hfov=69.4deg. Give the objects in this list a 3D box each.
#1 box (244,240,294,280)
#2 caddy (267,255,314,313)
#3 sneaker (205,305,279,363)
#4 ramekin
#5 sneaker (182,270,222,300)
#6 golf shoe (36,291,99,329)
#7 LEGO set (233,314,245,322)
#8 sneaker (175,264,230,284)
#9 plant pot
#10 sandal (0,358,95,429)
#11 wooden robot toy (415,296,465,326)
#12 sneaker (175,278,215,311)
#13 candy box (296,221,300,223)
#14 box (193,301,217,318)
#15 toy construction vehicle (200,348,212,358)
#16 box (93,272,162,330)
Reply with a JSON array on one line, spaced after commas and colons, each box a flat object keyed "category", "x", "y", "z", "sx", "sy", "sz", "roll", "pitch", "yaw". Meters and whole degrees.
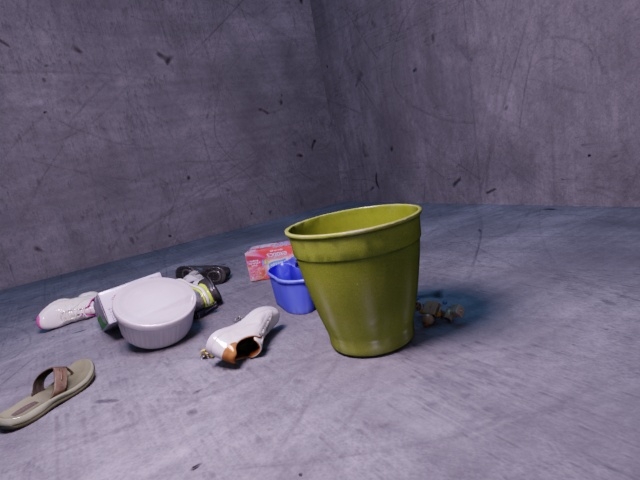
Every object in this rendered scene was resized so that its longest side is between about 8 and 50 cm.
[{"category": "box", "x": -0.186, "y": 0.086, "z": 2.188, "sx": 0.300, "sy": 0.142, "sz": 0.154, "roll": -9, "pitch": 11, "yaw": 6}, {"category": "caddy", "x": -0.059, "y": 0.139, "z": 1.726, "sx": 0.241, "sy": 0.179, "sz": 0.341, "roll": -16, "pitch": 13, "yaw": -21}, {"category": "sneaker", "x": -0.196, "y": 0.290, "z": 1.379, "sx": 0.123, "sy": 0.105, "sz": 0.290, "roll": 22, "pitch": 26, "yaw": 27}, {"category": "ramekin", "x": -0.559, "y": 0.251, "z": 1.574, "sx": 0.273, "sy": 0.127, "sz": 0.273, "roll": 5, "pitch": 28, "yaw": -3}, {"category": "sneaker", "x": -0.526, "y": 0.223, "z": 1.953, "sx": 0.146, "sy": 0.122, "sz": 0.330, "roll": -34, "pitch": 21, "yaw": -27}, {"category": "golf shoe", "x": -1.069, "y": 0.302, "z": 2.023, "sx": 0.140, "sy": 0.115, "sz": 0.306, "roll": 1, "pitch": 17, "yaw": 32}, {"category": "LEGO set", "x": -0.268, "y": 0.274, "z": 1.642, "sx": 0.083, "sy": 0.023, "sz": 0.054, "roll": -14, "pitch": 12, "yaw": -15}, {"category": "sneaker", "x": -0.578, "y": 0.169, "z": 2.289, "sx": 0.286, "sy": 0.109, "sz": 0.130, "roll": 2, "pitch": 8, "yaw": 15}, {"category": "plant pot", "x": 0.117, "y": 0.109, "z": 1.267, "sx": 0.367, "sy": 0.352, "sz": 0.366, "roll": -11, "pitch": 11, "yaw": 2}, {"category": "sandal", "x": -0.747, "y": 0.403, "z": 1.282, "sx": 0.120, "sy": 0.086, "sz": 0.303, "roll": -7, "pitch": 12, "yaw": 16}, {"category": "wooden robot toy", "x": 0.327, "y": 0.219, "z": 1.330, "sx": 0.173, "sy": 0.076, "sz": 0.079, "roll": 2, "pitch": 52, "yaw": 47}, {"category": "sneaker", "x": -0.548, "y": 0.222, "z": 1.810, "sx": 0.300, "sy": 0.111, "sz": 0.121, "roll": -3, "pitch": 19, "yaw": 43}, {"category": "candy box", "x": 0.000, "y": 0.000, "z": 2.320, "sx": 0.316, "sy": 0.183, "sz": 0.087, "roll": 6, "pitch": 56, "yaw": 56}, {"category": "box", "x": -0.508, "y": 0.276, "z": 1.839, "sx": 0.162, "sy": 0.029, "sz": 0.116, "roll": -5, "pitch": 13, "yaw": 30}, {"category": "toy construction vehicle", "x": -0.309, "y": 0.323, "z": 1.407, "sx": 0.098, "sy": 0.035, "sz": 0.086, "roll": -8, "pitch": 12, "yaw": 12}, {"category": "box", "x": -0.731, "y": 0.236, "z": 1.777, "sx": 0.231, "sy": 0.126, "sz": 0.262, "roll": -21, "pitch": -4, "yaw": -34}]
